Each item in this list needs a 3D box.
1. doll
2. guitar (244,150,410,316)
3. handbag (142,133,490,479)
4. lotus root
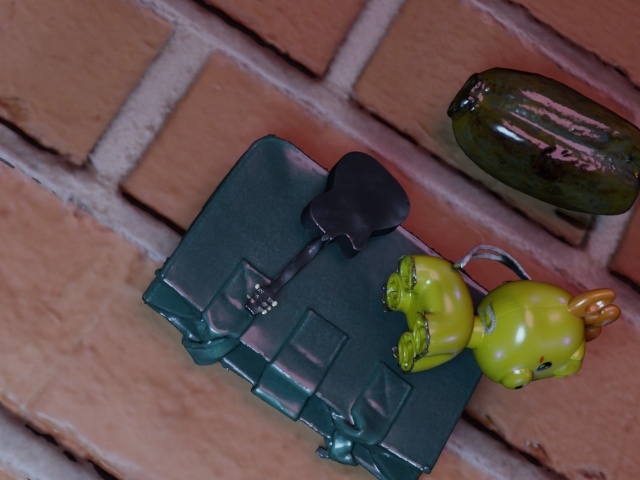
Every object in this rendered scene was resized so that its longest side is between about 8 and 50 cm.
[{"bbox_3d":[0.177,0.078,1.661,0.220,0.143,0.135,1,61,-16],"label":"doll"},{"bbox_3d":[0.000,0.000,1.665,0.088,0.025,0.233,46,52,0],"label":"guitar"},{"bbox_3d":[0.008,0.072,1.699,0.326,0.089,0.238,38,51,-4],"label":"handbag"},{"bbox_3d":[0.253,-0.108,1.898,0.241,0.123,0.124,25,71,-7],"label":"lotus root"}]
